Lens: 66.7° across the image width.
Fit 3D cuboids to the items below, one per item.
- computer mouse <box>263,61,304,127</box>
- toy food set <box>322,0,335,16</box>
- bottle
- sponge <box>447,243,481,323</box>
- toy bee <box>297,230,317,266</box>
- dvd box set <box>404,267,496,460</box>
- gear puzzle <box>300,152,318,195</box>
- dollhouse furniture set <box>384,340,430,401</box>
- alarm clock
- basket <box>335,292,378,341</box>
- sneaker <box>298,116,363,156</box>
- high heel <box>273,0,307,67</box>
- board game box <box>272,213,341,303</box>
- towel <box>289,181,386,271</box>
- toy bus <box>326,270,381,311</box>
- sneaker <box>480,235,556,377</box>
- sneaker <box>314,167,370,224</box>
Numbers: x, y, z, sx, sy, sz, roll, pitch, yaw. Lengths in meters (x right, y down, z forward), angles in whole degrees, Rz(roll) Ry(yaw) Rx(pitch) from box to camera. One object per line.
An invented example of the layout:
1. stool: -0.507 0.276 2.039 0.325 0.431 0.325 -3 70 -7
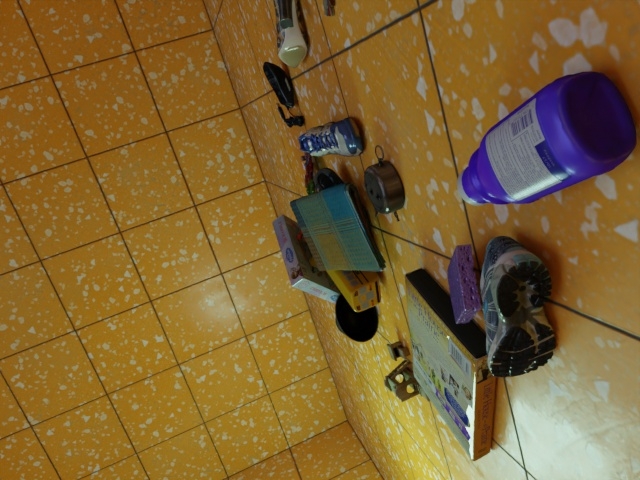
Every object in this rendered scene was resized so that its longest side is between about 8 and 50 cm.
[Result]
1. computer mouse: -0.138 -0.551 1.839 0.262 0.060 0.184 60 167 -15
2. toy food set: 0.014 -0.588 1.157 0.122 0.019 0.078 81 164 -45
3. bottle: 0.271 -0.109 0.645 0.283 0.092 0.118 131 118 -77
4. sponge: 0.274 0.091 0.941 0.210 0.031 0.117 56 -152 -71
5. toy bee: 0.000 0.000 1.917 0.195 0.162 0.299 -37 -57 -56
6. dvd box set: 0.324 0.315 1.236 0.308 0.062 0.421 -125 18 -51
7. gear puzzle: -0.041 -0.192 1.793 0.175 0.044 0.340 101 165 -69
8. dollhouse furniture set: 0.269 0.436 1.598 0.182 0.101 0.161 -176 65 -77
9. alarm clock: 0.153 -0.147 1.213 0.129 0.064 0.192 -128 23 -55
10. basket: 0.129 0.300 1.905 0.227 0.154 0.205 103 145 -76
11. sneaker: 0.023 -0.279 1.396 0.296 0.130 0.112 -154 46 -71
12. high heel: -0.092 -0.652 1.447 0.261 0.093 0.187 80 -176 -76
13. board game box: -0.039 0.083 1.986 0.318 0.065 0.319 30 -148 -48
14. towel: 0.043 -0.029 1.518 0.370 0.040 0.272 -7 107 61
15. toy bus: 0.102 0.099 1.696 0.333 0.130 0.108 -127 20 -53
16. sneaker: 0.328 0.115 0.832 0.122 0.109 0.283 -96 -3 -56
17. sneaker: 0.085 -0.117 1.555 0.268 0.101 0.106 60 -162 7
